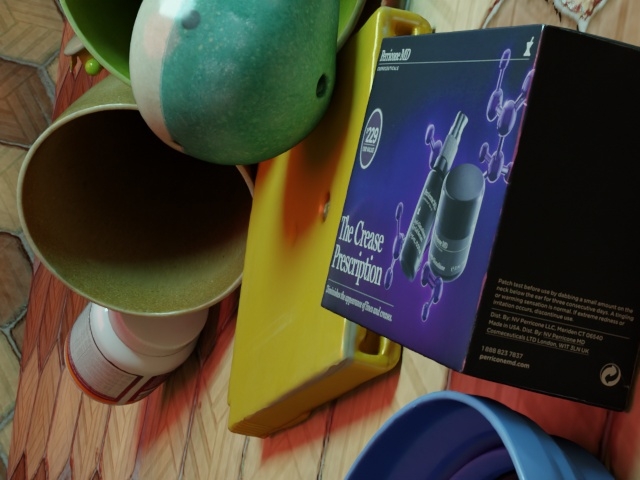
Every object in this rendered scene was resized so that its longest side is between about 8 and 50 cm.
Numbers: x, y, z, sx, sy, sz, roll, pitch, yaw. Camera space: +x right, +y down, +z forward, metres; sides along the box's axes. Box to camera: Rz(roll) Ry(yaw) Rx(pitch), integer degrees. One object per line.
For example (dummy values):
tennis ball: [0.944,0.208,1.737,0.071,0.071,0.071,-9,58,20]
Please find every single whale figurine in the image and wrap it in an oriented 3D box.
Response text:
whale figurine: [-0.033,-0.184,1.291,0.272,0.141,0.216,-61,-26,-13]

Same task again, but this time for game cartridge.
game cartridge: [0.000,0.000,1.344,0.324,0.053,0.285,138,141,-67]

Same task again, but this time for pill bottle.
pill bottle: [-0.199,0.097,1.780,0.221,0.121,0.121,137,143,-62]

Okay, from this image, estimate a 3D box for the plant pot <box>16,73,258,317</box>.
plant pot: [-0.156,-0.089,1.653,0.254,0.237,0.237,-77,9,-57]

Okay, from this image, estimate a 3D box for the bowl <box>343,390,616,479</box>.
bowl: [0.066,0.277,0.867,0.391,0.077,0.391,-168,90,-73]

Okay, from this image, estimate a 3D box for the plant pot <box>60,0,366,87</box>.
plant pot: [-0.089,-0.272,1.528,0.293,0.275,0.274,-84,10,-79]

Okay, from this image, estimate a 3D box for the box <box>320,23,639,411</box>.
box: [0.098,-0.022,0.945,0.261,0.103,0.184,-163,89,-73]

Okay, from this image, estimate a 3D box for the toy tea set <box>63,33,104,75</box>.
toy tea set: [-0.176,-0.279,2.012,0.200,0.124,0.336,-29,19,23]
